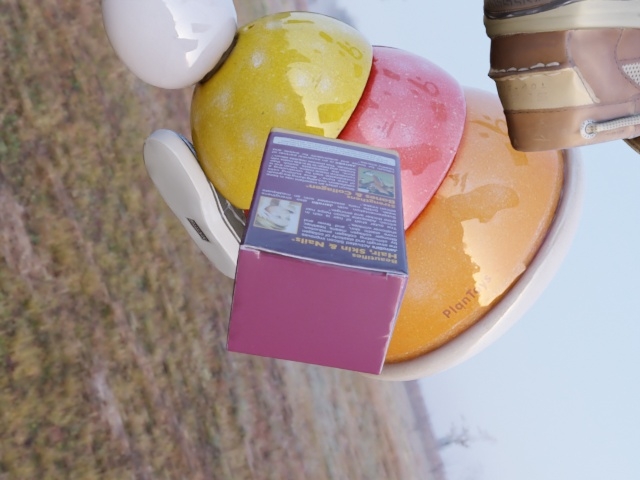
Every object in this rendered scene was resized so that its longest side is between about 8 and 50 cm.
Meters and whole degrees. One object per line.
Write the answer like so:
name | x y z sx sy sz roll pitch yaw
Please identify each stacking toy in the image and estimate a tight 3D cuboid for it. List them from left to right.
stacking toy | -0.003 -0.113 0.903 0.480 0.350 0.350 39 15 -26

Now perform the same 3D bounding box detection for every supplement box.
supplement box | 0.000 0.000 0.635 0.188 0.104 0.080 -84 -175 -60

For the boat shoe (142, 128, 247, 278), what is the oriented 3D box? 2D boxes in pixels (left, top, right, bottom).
boat shoe | -0.121 -0.050 0.988 0.078 0.070 0.219 22 -28 33

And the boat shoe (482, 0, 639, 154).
boat shoe | 0.242 -0.106 0.616 0.123 0.324 0.119 13 -76 62
